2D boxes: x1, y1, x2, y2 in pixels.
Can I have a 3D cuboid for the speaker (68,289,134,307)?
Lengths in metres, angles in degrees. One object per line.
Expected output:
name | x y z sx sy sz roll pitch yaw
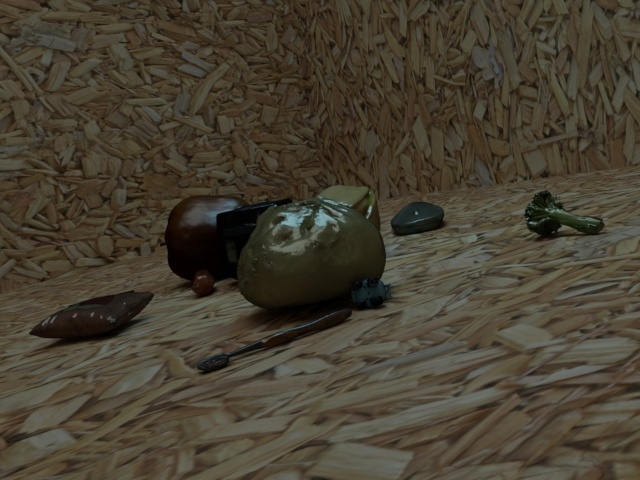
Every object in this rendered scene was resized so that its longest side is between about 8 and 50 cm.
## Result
speaker | -0.645 0.189 2.079 0.191 0.040 0.046 -14 6 -15

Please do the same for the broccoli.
broccoli | 0.608 -0.052 1.752 0.122 0.118 0.204 21 1 -38

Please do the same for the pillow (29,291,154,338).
pillow | -0.559 0.187 1.738 0.236 0.084 0.223 -13 8 12

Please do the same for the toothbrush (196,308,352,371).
toothbrush | -0.072 0.173 1.244 0.321 0.023 0.031 -17 15 -34

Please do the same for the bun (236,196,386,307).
bun | -0.020 0.026 1.531 0.326 0.235 0.362 -5 6 24

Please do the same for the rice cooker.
rice cooker | -0.171 0.001 2.060 0.267 0.225 0.267 -11 4 1

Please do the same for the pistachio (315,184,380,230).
pistachio | 0.072 -0.053 2.110 0.238 0.229 0.321 -50 5 26

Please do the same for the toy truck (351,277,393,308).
toy truck | 0.108 0.105 1.408 0.073 0.056 0.090 -15 -9 29

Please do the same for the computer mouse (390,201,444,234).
computer mouse | 0.347 -0.088 2.527 0.197 0.095 0.331 -15 6 7

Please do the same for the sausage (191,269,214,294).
sausage | -0.337 0.121 2.016 0.065 0.065 0.169 -12 6 -7

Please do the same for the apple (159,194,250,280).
apple | -0.364 -0.011 2.298 0.316 0.288 0.288 -11 6 -9
